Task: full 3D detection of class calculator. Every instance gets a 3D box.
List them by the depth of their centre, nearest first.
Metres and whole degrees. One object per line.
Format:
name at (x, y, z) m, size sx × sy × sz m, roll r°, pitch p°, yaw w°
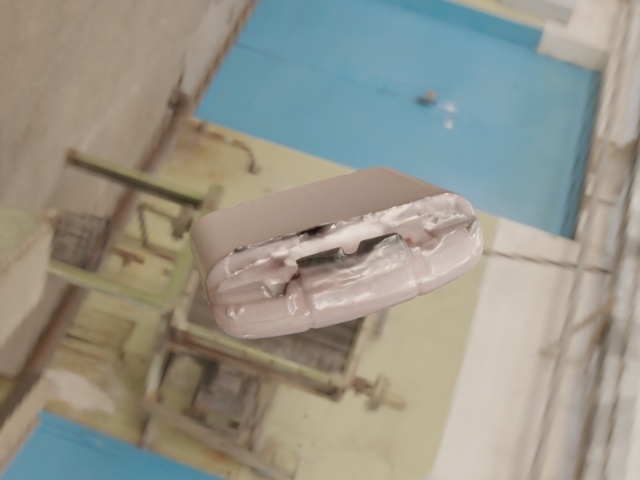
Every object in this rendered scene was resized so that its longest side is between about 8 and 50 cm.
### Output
calculator at (0.000, 0.000, 0.512) m, size 0.175 × 0.100 × 0.032 m, roll -136°, pitch -149°, yaw -79°
